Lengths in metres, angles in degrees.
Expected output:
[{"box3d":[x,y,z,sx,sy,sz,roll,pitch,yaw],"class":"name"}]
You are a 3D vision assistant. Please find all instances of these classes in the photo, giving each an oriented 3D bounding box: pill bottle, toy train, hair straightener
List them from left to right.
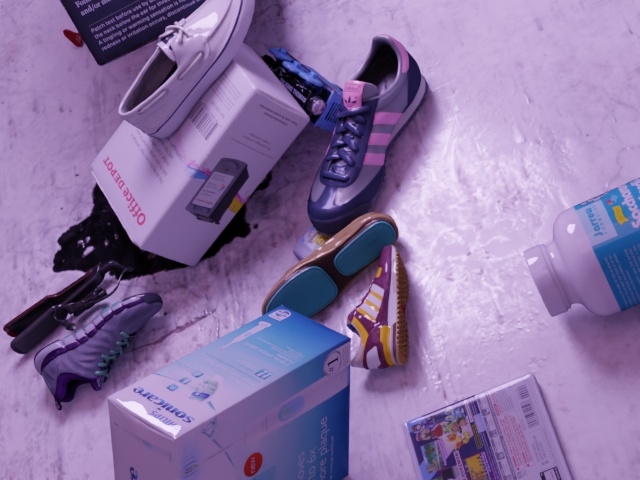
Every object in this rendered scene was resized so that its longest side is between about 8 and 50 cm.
[{"box3d":[-0.390,0.111,1.955,0.230,0.047,0.089,-32,50,-1],"class":"hair straightener"},{"box3d":[-0.030,-0.239,1.957,0.184,0.105,0.080,44,109,45],"class":"toy train"},{"box3d":[0.392,0.003,1.546,0.264,0.146,0.146,-25,51,10],"class":"pill bottle"}]

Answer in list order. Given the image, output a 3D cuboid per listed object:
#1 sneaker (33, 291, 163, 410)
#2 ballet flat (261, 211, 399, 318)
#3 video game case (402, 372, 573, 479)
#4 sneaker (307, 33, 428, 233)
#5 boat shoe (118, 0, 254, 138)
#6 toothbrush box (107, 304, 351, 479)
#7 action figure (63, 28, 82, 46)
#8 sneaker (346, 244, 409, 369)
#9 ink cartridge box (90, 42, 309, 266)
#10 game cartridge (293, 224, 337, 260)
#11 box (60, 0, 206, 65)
[{"box3d":[-0.320,0.167,1.867,0.223,0.083,0.098,-32,70,11],"class":"sneaker"},{"box3d":[0.012,0.041,1.781,0.232,0.080,0.073,-35,21,-1],"class":"ballet flat"},{"box3d":[0.210,0.282,1.533,0.183,0.023,0.201,-23,52,11],"class":"video game case"},{"box3d":[0.050,-0.166,1.846,0.112,0.131,0.319,9,62,31],"class":"sneaker"},{"box3d":[-0.200,-0.275,1.813,0.267,0.088,0.096,-50,46,14],"class":"boat shoe"},{"box3d":[-0.103,0.242,1.513,0.126,0.216,0.295,23,34,38],"class":"toothbrush box"},{"box3d":[-0.417,-0.517,2.334,0.091,0.139,0.280,2,57,27],"class":"action figure"},{"box3d":[0.075,0.089,1.704,0.084,0.069,0.185,-8,54,16],"class":"sneaker"},{"box3d":[-0.190,-0.150,1.907,0.306,0.131,0.226,-51,47,17],"class":"ink cartridge box"},{"box3d":[0.000,0.000,1.839,0.083,0.017,0.056,-46,46,-7],"class":"game cartridge"},{"box3d":[-0.317,-0.602,2.008,0.297,0.472,0.480,-24,21,11],"class":"box"}]
